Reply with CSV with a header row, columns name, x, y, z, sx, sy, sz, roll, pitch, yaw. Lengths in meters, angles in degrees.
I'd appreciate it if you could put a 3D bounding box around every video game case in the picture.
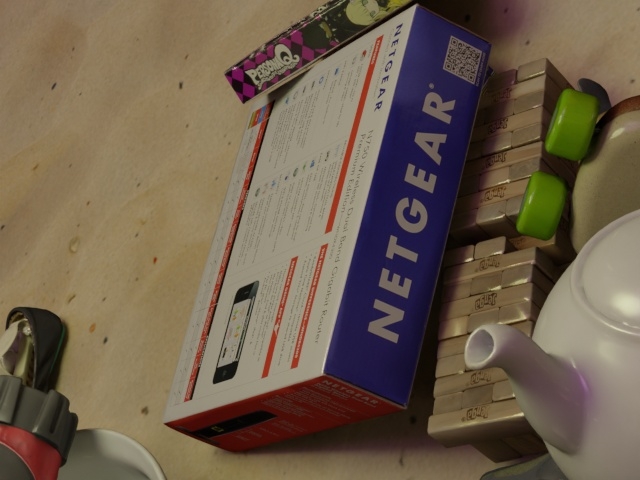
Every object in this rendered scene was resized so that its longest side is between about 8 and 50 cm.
name,x,y,z,sx,sy,sz,roll,pitch,yaw
video game case,0.036,-0.220,1.657,0.210,0.042,0.232,-29,7,24

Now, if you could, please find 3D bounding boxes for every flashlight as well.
name,x,y,z,sx,sy,sz,roll,pitch,yaw
flashlight,-0.289,0.264,1.445,0.103,0.103,0.304,10,59,10

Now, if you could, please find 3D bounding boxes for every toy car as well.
name,x,y,z,sx,sy,sz,roll,pitch,yaw
toy car,0.251,-0.075,1.374,0.188,0.155,0.149,-71,-2,-54

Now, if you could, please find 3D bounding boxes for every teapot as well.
name,x,y,z,sx,sy,sz,roll,pitch,yaw
teapot,0.257,0.054,1.178,0.253,0.187,0.256,2,37,23

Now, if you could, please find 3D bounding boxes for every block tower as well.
name,x,y,z,sx,sy,sz,roll,pitch,yaw
block tower,0.162,0.020,1.424,0.091,0.097,0.335,-17,49,35

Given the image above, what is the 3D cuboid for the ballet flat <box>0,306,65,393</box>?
name,x,y,z,sx,sy,sz,roll,pitch,yaw
ballet flat,-0.313,0.155,1.789,0.074,0.074,0.203,-19,50,33

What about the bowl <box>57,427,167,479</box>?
name,x,y,z,sx,sy,sz,roll,pitch,yaw
bowl,-0.199,0.323,1.508,0.298,0.134,0.298,-24,48,30

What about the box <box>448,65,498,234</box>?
name,x,y,z,sx,sy,sz,roll,pitch,yaw
box,0.105,-0.089,1.580,0.054,0.059,0.169,-1,61,46

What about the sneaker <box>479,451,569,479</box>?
name,x,y,z,sx,sy,sz,roll,pitch,yaw
sneaker,0.135,0.244,1.289,0.300,0.111,0.121,-37,33,8

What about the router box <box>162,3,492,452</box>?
name,x,y,z,sx,sy,sz,roll,pitch,yaw
router box,0.000,0.000,1.509,0.301,0.082,0.335,-22,48,58
